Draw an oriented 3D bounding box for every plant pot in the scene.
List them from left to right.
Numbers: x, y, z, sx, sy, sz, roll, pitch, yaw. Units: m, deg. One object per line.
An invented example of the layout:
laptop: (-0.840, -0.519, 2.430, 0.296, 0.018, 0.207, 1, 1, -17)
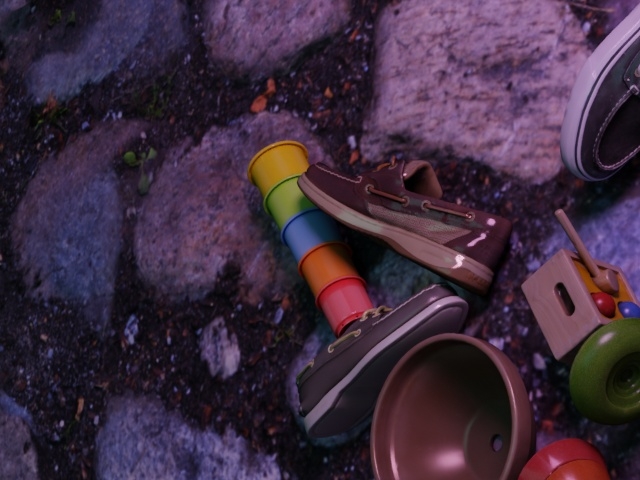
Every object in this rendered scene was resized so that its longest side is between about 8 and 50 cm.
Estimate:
plant pot: (0.178, 0.236, 1.958, 0.237, 0.109, 0.237, -20, 62, 44)

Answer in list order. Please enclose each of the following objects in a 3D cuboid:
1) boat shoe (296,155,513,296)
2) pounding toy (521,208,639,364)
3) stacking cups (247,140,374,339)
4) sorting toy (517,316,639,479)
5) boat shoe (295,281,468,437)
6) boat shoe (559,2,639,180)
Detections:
boat shoe: (0.111, -0.046, 2.129, 0.342, 0.123, 0.123, 30, 92, 45)
pounding toy: (0.302, 0.060, 1.859, 0.100, 0.130, 0.141, -45, 48, 29)
stacking cups: (0.000, 0.000, 2.259, 0.096, 0.096, 0.316, -50, 49, 25)
sorting toy: (0.340, 0.184, 1.762, 0.365, 0.127, 0.126, -66, 30, 11)
boat shoe: (0.069, 0.140, 2.113, 0.305, 0.109, 0.091, -46, 53, 34)
boat shoe: (0.393, -0.199, 1.847, 0.335, 0.121, 0.119, -58, 39, 15)
